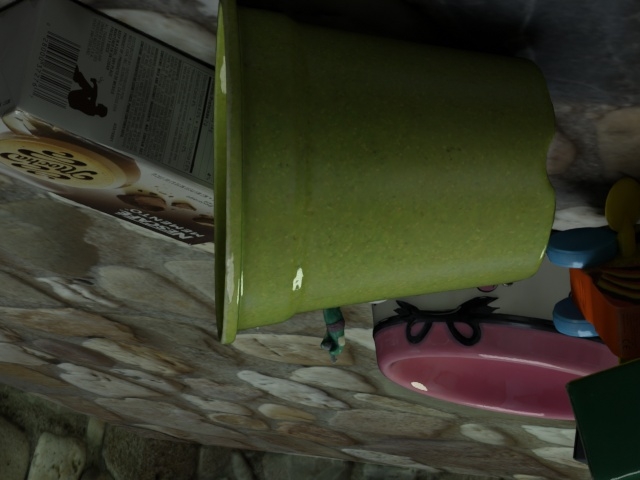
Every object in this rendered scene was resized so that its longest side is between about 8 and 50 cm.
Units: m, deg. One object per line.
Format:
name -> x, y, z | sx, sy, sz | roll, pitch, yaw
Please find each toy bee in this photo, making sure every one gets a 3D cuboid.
toy bee -> 0.300, 0.018, 1.385 | 0.162, 0.298, 0.195 | -14, 131, -13

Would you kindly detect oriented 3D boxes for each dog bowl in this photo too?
dog bowl -> 0.248, 0.114, 1.704 | 0.408, 0.150, 0.408 | 10, 164, 3

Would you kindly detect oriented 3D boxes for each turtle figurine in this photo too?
turtle figurine -> -0.032, 0.051, 1.710 | 0.175, 0.118, 0.234 | 25, 163, 24

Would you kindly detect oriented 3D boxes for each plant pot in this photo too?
plant pot -> 0.045, -0.057, 1.101 | 0.254, 0.276, 0.276 | -1, 165, -7

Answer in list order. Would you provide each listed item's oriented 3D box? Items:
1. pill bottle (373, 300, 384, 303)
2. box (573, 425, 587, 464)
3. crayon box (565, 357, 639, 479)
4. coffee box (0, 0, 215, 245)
pill bottle -> 0.000, 0.000, 1.515 | 0.117, 0.117, 0.215 | -5, 158, 43
box -> 0.465, 0.221, 1.875 | 0.233, 0.183, 0.059 | -4, 159, 43
crayon box -> 0.436, 0.141, 1.302 | 0.313, 0.106, 0.363 | -20, 164, 22
coffee box -> -0.179, -0.101, 1.272 | 0.297, 0.119, 0.168 | 23, 159, -37
